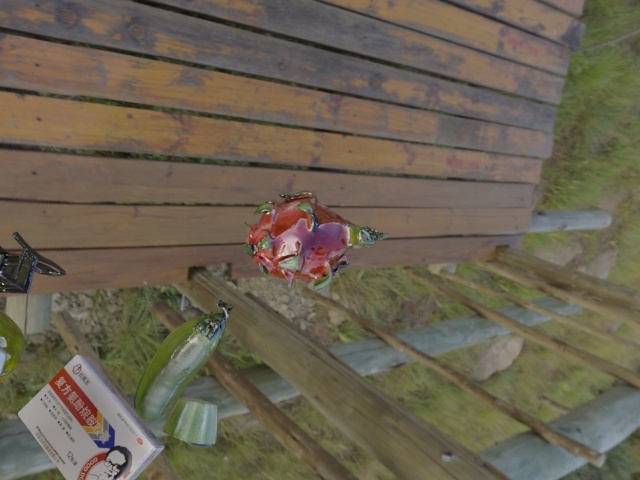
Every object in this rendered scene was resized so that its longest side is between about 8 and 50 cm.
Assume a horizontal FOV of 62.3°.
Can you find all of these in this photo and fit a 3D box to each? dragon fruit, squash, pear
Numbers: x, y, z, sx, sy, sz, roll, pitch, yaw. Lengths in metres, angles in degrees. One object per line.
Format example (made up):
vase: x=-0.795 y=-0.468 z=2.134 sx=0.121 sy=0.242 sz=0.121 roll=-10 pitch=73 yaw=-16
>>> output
dragon fruit: x=0.001 y=-0.001 z=0.795 sx=0.236 sy=0.137 sz=0.135 roll=6 pitch=111 yaw=-18
squash: x=-0.250 y=0.215 z=0.939 sx=0.087 sy=0.087 sz=0.331 roll=11 pitch=131 yaw=-39
pear: x=-0.896 y=0.263 z=1.366 sx=0.212 sy=0.269 sz=0.212 roll=-43 pitch=158 yaw=-23
squash: x=-0.384 y=0.544 z=1.601 sx=0.170 sy=0.170 sz=0.122 roll=23 pitch=73 yaw=-40

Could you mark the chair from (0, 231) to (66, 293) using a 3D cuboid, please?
chair: x=-0.630 y=0.072 z=1.119 sx=0.212 sy=0.084 sz=0.101 roll=82 pitch=12 yaw=-62

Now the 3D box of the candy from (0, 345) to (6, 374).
candy: x=-0.770 y=0.369 z=1.011 sx=0.208 sy=0.145 sz=0.358 roll=23 pitch=64 yaw=-47

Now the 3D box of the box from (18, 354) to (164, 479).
box: x=-0.603 y=0.496 z=1.387 sx=0.214 sy=0.353 sz=0.069 roll=-46 pitch=161 yaw=-10
